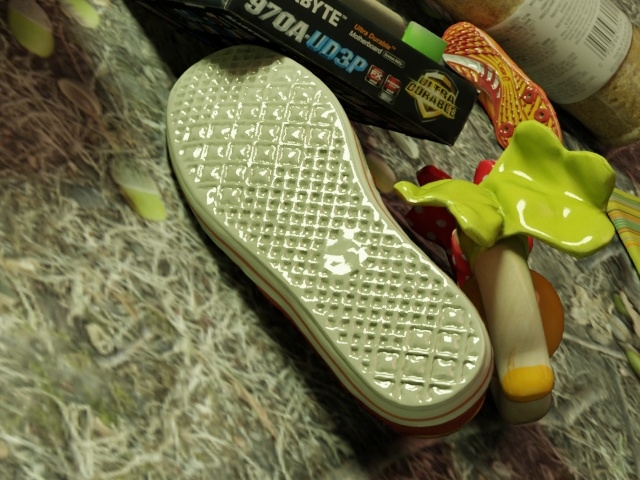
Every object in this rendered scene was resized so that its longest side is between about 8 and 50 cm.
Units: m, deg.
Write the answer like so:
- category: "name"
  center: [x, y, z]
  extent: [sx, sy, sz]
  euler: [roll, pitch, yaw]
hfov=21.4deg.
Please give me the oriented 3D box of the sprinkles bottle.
- category: "sprinkles bottle"
  center: [0.210, -0.231, 1.691]
  extent: [0.355, 0.121, 0.121]
  euler: [35, 27, -30]

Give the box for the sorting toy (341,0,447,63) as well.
- category: "sorting toy"
  center: [-0.047, -0.214, 1.277]
  extent: [0.347, 0.047, 0.196]
  euler: [27, -4, -33]

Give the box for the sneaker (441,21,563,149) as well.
- category: "sneaker"
  center: [0.181, -0.138, 1.608]
  extent: [0.067, 0.064, 0.175]
  euler: [18, 39, -61]

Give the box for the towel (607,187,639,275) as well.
- category: "towel"
  center: [0.336, 0.044, 1.620]
  extent: [0.102, 0.021, 0.237]
  euler: [18, 37, -34]

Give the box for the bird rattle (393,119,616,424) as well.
- category: "bird rattle"
  center: [0.115, 0.028, 1.189]
  extent: [0.253, 0.143, 0.207]
  euler: [118, -37, -77]

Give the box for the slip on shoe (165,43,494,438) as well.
- category: "slip on shoe"
  center: [0.000, 0.000, 1.103]
  extent: [0.331, 0.123, 0.101]
  euler: [52, -10, 29]

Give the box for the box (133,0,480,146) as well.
- category: "box"
  center: [-0.016, -0.146, 1.236]
  extent: [0.220, 0.051, 0.175]
  euler: [28, -4, -32]
